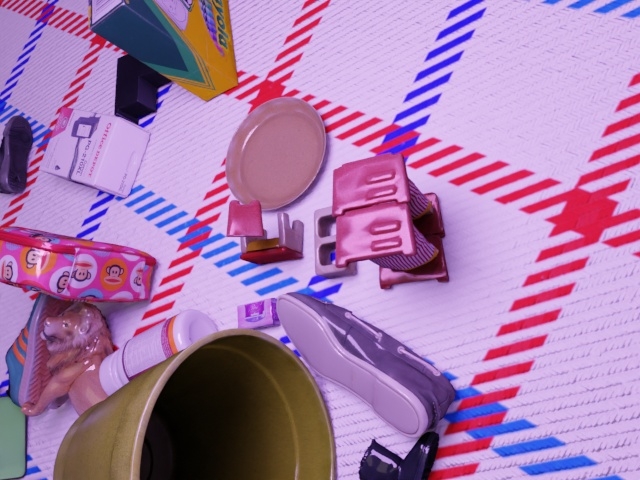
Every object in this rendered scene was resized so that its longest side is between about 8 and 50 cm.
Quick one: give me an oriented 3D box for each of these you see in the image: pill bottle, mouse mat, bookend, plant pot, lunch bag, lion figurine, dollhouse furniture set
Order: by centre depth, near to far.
[{"bbox_3d":[-0.227,0.353,0.848,0.353,0.366,0.367,-20,67,36],"label":"plant pot"},{"bbox_3d":[0.000,0.000,0.875,0.374,0.201,0.152,-11,71,26],"label":"dollhouse furniture set"},{"bbox_3d":[-0.309,0.227,1.036,0.221,0.121,0.121,-28,64,21],"label":"pill bottle"},{"bbox_3d":[-0.087,-0.169,1.072,0.236,0.032,0.236,-8,73,27],"label":"plant pot"},{"bbox_3d":[-0.518,0.050,1.107,0.258,0.293,0.120,8,85,31],"label":"lunch bag"},{"bbox_3d":[-0.463,0.328,1.108,0.240,0.142,0.392,-45,73,3],"label":"lion figurine"},{"bbox_3d":[-0.754,0.460,1.255,0.152,0.007,0.190,-8,77,4],"label":"mouse mat"},{"bbox_3d":[-0.407,-0.376,1.288,0.157,0.072,0.156,-12,72,26],"label":"bookend"}]

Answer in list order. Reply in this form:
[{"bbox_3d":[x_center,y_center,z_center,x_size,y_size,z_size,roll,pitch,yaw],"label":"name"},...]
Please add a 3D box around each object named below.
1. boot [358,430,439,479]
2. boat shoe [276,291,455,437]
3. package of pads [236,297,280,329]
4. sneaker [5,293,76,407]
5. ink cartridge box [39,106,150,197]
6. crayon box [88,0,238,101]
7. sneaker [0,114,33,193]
[{"bbox_3d":[0.116,0.330,0.812,0.099,0.045,0.121,16,86,35],"label":"boot"},{"bbox_3d":[0.062,0.181,0.867,0.335,0.095,0.112,34,130,36],"label":"boat shoe"},{"bbox_3d":[-0.116,0.138,1.003,0.083,0.032,0.050,-16,71,26],"label":"package of pads"},{"bbox_3d":[-0.658,0.232,1.243,0.121,0.108,0.302,8,82,27],"label":"sneaker"},{"bbox_3d":[-0.549,-0.216,1.308,0.237,0.100,0.172,15,85,32],"label":"ink cartridge box"},{"bbox_3d":[-0.326,-0.526,1.140,0.106,0.313,0.363,-20,68,27],"label":"crayon box"},{"bbox_3d":[-0.886,-0.239,1.516,0.130,0.087,0.228,-3,80,23],"label":"sneaker"}]
